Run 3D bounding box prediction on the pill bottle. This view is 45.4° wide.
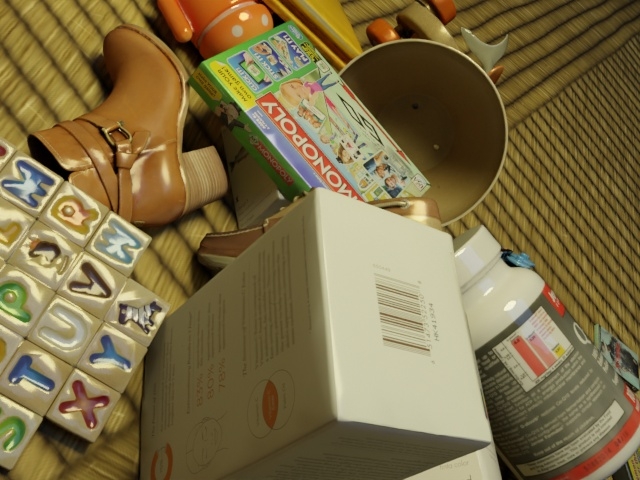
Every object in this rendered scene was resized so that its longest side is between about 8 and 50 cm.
[{"bbox_3d":[0.279,0.170,1.111,0.363,0.210,0.210,52,42,0],"label":"pill bottle"}]

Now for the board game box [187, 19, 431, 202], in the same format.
[{"bbox_3d":[-0.004,-0.141,1.045,0.317,0.046,0.213,49,42,-2],"label":"board game box"}]

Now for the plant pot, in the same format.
[{"bbox_3d":[0.145,-0.169,1.220,0.284,0.284,0.191,49,13,-3],"label":"plant pot"}]

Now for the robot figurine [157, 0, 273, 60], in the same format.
[{"bbox_3d":[-0.154,-0.354,1.158,0.219,0.128,0.158,57,17,6],"label":"robot figurine"}]

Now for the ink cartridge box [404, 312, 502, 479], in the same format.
[{"bbox_3d":[0.084,0.183,0.917,0.119,0.207,0.353,49,29,-54],"label":"ink cartridge box"}]

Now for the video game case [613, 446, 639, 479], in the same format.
[{"bbox_3d":[0.601,0.421,1.351,0.248,0.035,0.274,14,55,-35],"label":"video game case"}]

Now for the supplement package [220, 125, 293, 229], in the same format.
[{"bbox_3d":[-0.061,-0.104,1.083,0.105,0.105,0.179,8,57,-37],"label":"supplement package"}]

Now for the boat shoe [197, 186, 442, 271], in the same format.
[{"bbox_3d":[0.000,0.000,0.923,0.123,0.325,0.116,32,62,-61],"label":"boat shoe"}]

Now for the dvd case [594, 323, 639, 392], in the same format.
[{"bbox_3d":[0.570,0.226,1.475,0.119,0.013,0.087,36,44,-15],"label":"dvd case"}]

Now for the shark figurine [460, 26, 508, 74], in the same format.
[{"bbox_3d":[0.288,-0.292,1.505,0.116,0.278,0.166,10,82,9],"label":"shark figurine"}]

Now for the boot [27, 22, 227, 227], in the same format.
[{"bbox_3d":[-0.264,-0.140,0.949,0.220,0.109,0.283,-20,84,-43],"label":"boot"}]

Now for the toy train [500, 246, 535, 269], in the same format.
[{"bbox_3d":[0.295,0.043,1.279,0.105,0.080,0.184,28,10,17],"label":"toy train"}]

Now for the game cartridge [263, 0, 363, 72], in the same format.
[{"bbox_3d":[-0.061,-0.445,1.264,0.285,0.053,0.323,35,26,-40],"label":"game cartridge"}]

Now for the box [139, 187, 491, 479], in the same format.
[{"bbox_3d":[-0.029,0.140,0.760,0.168,0.345,0.215,17,52,-32],"label":"box"}]

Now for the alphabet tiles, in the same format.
[{"bbox_3d":[-0.331,0.045,0.764,0.343,0.011,0.285,36,58,-17],"label":"alphabet tiles"}]

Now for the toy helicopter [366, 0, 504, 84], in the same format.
[{"bbox_3d":[0.238,-0.272,1.362,0.235,0.140,0.355,51,0,37],"label":"toy helicopter"}]
